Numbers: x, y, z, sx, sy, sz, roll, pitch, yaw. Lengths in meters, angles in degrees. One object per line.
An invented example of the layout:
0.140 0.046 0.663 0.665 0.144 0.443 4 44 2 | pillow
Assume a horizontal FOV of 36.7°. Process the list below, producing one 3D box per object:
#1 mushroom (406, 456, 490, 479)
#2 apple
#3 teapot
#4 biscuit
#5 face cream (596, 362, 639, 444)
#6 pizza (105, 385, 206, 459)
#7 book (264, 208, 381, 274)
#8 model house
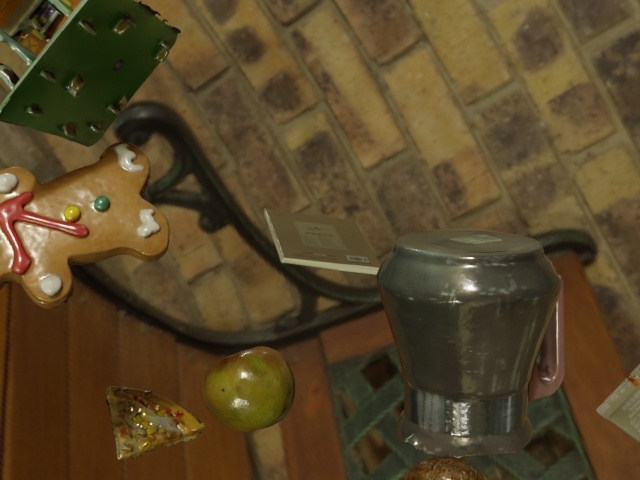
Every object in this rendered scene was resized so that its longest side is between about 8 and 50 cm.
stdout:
0.147 0.292 1.092 0.126 0.109 0.085 99 -14 -55 | mushroom
-0.069 0.140 0.915 0.089 0.089 0.074 -9 87 -64 | apple
0.275 0.172 1.653 0.376 0.305 0.362 -8 104 -33 | teapot
-0.380 -0.015 1.338 0.339 0.047 0.216 -16 70 -19 | biscuit
0.552 0.308 1.339 0.341 0.137 0.084 47 13 31 | face cream
-0.305 0.304 1.618 0.184 0.036 0.176 26 25 16 | pizza
0.000 0.000 2.105 0.217 0.021 0.310 7 19 -13 | book
-0.425 -0.324 1.376 0.313 0.242 0.357 38 7 7 | model house
